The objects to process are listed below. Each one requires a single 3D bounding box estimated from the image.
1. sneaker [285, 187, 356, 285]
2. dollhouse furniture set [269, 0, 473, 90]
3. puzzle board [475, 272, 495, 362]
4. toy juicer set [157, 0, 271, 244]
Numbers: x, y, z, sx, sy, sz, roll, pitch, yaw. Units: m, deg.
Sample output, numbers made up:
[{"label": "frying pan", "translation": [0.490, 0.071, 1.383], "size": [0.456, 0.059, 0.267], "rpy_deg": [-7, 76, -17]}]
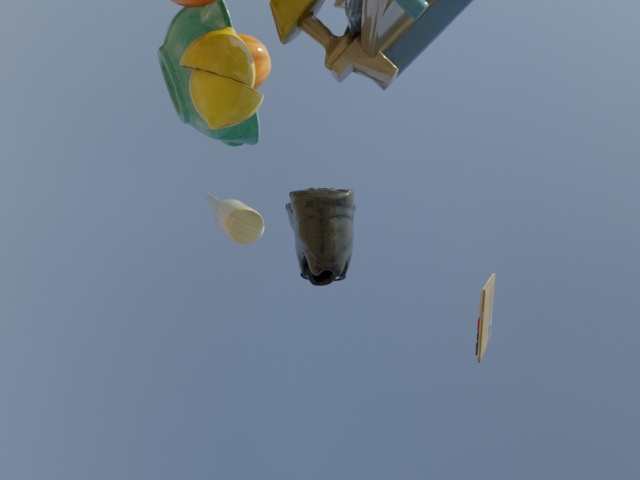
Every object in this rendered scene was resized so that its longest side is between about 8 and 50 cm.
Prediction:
[{"label": "sneaker", "translation": [0.000, 0.000, 1.086], "size": [0.109, 0.286, 0.130], "rpy_deg": [-3, -93, 4]}, {"label": "dollhouse furniture set", "translation": [0.054, -0.252, 0.385], "size": [0.198, 0.286, 0.303], "rpy_deg": [44, -85, 0]}, {"label": "puzzle board", "translation": [0.275, 0.128, 1.266], "size": [0.011, 0.096, 0.128], "rpy_deg": [7, -73, 21]}, {"label": "toy juicer set", "translation": [-0.071, -0.124, 0.608], "size": [0.209, 0.090, 0.328], "rpy_deg": [-128, -158, -53]}]
